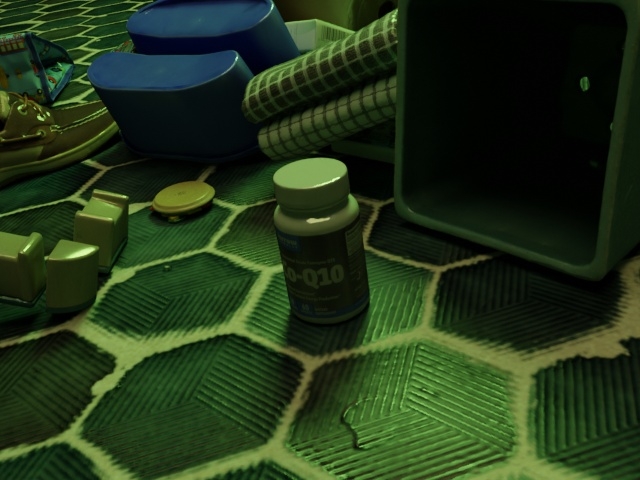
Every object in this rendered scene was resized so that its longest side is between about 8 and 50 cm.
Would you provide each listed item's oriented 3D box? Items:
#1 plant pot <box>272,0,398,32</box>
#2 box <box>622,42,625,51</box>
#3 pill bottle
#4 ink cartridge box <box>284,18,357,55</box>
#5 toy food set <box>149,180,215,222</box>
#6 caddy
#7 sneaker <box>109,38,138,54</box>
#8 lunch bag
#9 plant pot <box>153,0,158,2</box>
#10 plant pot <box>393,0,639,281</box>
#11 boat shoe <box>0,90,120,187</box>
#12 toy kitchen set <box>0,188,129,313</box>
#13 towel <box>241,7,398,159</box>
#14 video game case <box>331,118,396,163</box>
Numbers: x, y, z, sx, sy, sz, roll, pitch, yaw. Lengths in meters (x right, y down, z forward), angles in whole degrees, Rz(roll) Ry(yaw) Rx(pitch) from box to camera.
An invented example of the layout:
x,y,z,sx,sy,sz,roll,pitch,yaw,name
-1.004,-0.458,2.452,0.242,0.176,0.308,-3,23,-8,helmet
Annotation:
x,y,z,sx,sy,sz,roll,pitch,yaw,name
0.050,-0.494,1.411,0.323,0.323,0.280,-22,49,-23,plant pot
0.586,-0.256,0.983,0.322,0.079,0.257,22,43,34,box
0.000,0.000,0.661,0.078,0.137,0.078,-7,29,4,pill bottle
-0.025,-0.332,1.263,0.224,0.056,0.181,14,10,43,ink cartridge box
-0.174,-0.051,0.925,0.082,0.020,0.083,-23,32,-23,toy food set
-0.174,-0.234,1.099,0.341,0.179,0.241,9,55,31,caddy
-0.370,-0.351,1.472,0.125,0.104,0.262,-23,23,10,sneaker
-0.647,-0.349,1.509,0.221,0.138,0.293,-13,20,-1,lunch bag
-0.193,-0.415,1.341,0.237,0.254,0.237,-6,29,4,plant pot
0.251,-0.141,0.750,0.252,0.247,0.248,-21,30,-38,plant pot
-0.462,-0.169,1.112,0.342,0.123,0.123,-28,34,-30,boat shoe
-0.332,0.016,0.791,0.207,0.122,0.166,12,29,-4,toy kitchen set
0.060,-0.218,0.940,0.235,0.121,0.283,-18,13,32,towel
0.147,-0.148,1.005,0.201,0.023,0.183,18,38,38,video game case
